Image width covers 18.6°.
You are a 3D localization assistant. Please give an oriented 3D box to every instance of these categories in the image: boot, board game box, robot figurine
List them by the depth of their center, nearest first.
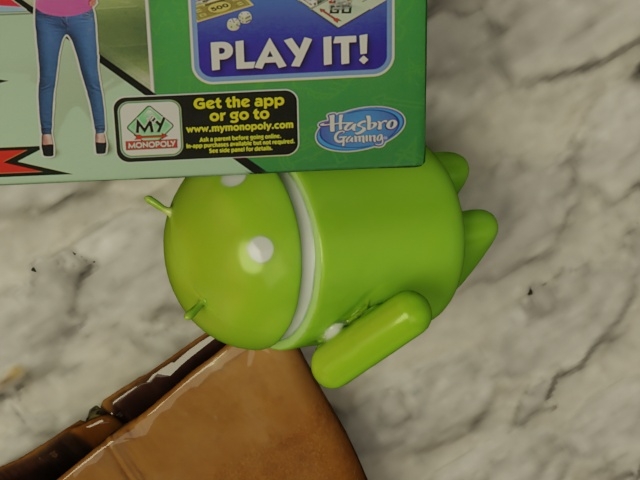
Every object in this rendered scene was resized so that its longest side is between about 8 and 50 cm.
[{"bbox_3d":[-0.128,-0.117,0.548,0.317,0.046,0.213,-3,120,-3],"label":"board game box"},{"bbox_3d":[0.000,0.000,0.638,0.115,0.101,0.067,-7,150,-31],"label":"robot figurine"},{"bbox_3d":[0.042,0.129,0.731,0.264,0.096,0.280,-28,111,11],"label":"boot"}]
